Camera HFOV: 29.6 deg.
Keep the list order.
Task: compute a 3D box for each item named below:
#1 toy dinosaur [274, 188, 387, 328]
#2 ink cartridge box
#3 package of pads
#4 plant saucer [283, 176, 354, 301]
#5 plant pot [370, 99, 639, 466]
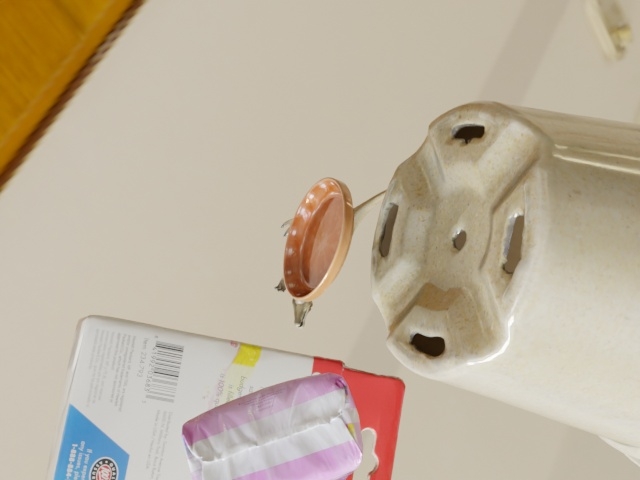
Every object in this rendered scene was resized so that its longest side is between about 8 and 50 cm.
[{"bbox_3d":[0.010,-0.002,1.098,0.053,0.092,0.183,45,-74,22],"label":"toy dinosaur"},{"bbox_3d":[-0.067,0.139,0.853,0.078,0.231,0.134,158,-56,-72],"label":"ink cartridge box"},{"bbox_3d":[-0.014,0.065,0.374,0.050,0.083,0.032,-15,-103,-6],"label":"package of pads"},{"bbox_3d":[0.000,0.000,0.796,0.083,0.013,0.083,-45,-143,48],"label":"plant saucer"},{"bbox_3d":[0.224,0.024,1.008,0.334,0.305,0.333,-31,-128,52],"label":"plant pot"}]
